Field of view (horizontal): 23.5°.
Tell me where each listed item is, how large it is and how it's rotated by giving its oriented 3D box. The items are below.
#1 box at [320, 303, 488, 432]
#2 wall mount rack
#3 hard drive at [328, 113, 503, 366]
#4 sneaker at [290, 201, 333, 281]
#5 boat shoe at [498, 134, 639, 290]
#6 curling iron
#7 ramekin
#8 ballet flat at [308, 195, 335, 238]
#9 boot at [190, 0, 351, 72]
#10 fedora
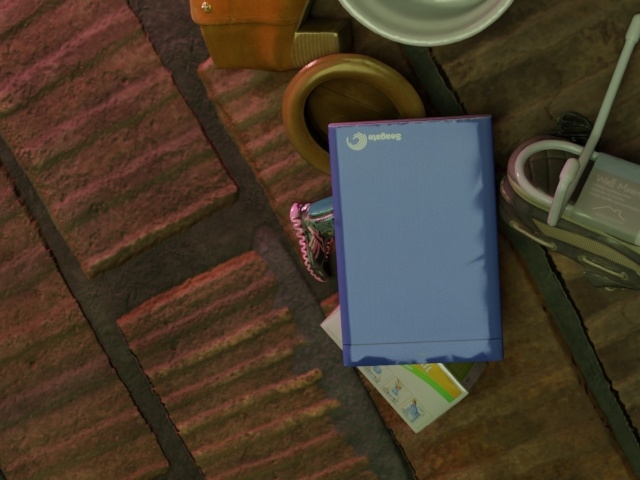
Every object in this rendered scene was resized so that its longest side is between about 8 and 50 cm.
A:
[{"bbox_3d":[0.115,0.143,2.116,0.103,0.114,0.203,-42,89,27],"label":"box"},{"bbox_3d":[0.425,-0.105,1.851,0.350,0.304,0.130,22,143,12],"label":"wall mount rack"},{"bbox_3d":[0.125,0.002,2.001,0.210,0.040,0.318,-3,99,7],"label":"hard drive"},{"bbox_3d":[0.000,0.000,2.153,0.057,0.047,0.119,-16,103,13],"label":"sneaker"},{"bbox_3d":[0.389,-0.007,1.968,0.355,0.132,0.130,30,143,3],"label":"boat shoe"},{"bbox_3d":[0.243,-0.093,2.027,0.274,0.035,0.068,-25,105,25],"label":"curling iron"},{"bbox_3d":[0.143,-0.390,1.907,0.277,0.135,0.277,7,111,18],"label":"ramekin"},{"bbox_3d":[0.076,-0.051,2.093,0.188,0.070,0.070,-20,100,21],"label":"ballet flat"},{"bbox_3d":[-0.075,-0.361,2.019,0.211,0.104,0.295,3,113,20],"label":"boot"},{"bbox_3d":[0.047,-0.172,2.044,0.194,0.079,0.194,3,119,5],"label":"fedora"}]
